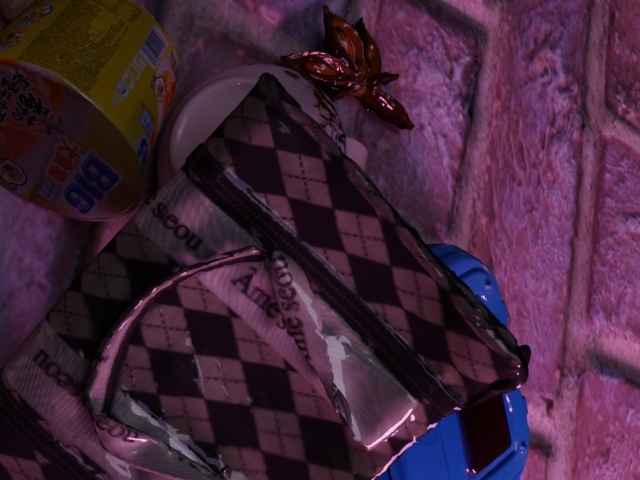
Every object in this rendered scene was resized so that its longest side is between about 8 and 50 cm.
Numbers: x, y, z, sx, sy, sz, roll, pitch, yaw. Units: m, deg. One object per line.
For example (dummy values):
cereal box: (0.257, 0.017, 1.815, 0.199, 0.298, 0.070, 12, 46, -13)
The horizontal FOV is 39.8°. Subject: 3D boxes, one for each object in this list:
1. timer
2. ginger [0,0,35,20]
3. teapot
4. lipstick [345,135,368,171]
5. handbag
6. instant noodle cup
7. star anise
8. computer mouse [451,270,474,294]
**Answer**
timer: (0.129, 0.181, 1.039, 0.309, 0.115, 0.340, -20, 100, -49)
ginger: (-0.356, -0.332, 0.882, 0.149, 0.065, 0.259, -21, 97, -26)
teapot: (-0.068, -0.067, 0.947, 0.208, 0.166, 0.300, -17, 77, 2)
lipstick: (0.000, 0.000, 1.051, 0.070, 0.070, 0.255, 26, 65, -29)
handbag: (-0.065, 0.123, 0.726, 0.316, 0.416, 0.180, 44, 9, 8)
instant noodle cup: (-0.233, -0.142, 0.843, 0.205, 0.205, 0.153, 38, 53, -23)
star anise: (0.042, -0.234, 1.153, 0.212, 0.053, 0.157, 8, 74, -33)
computer mouse: (0.020, 0.093, 0.860, 0.264, 0.088, 0.147, -1, 98, -9)
